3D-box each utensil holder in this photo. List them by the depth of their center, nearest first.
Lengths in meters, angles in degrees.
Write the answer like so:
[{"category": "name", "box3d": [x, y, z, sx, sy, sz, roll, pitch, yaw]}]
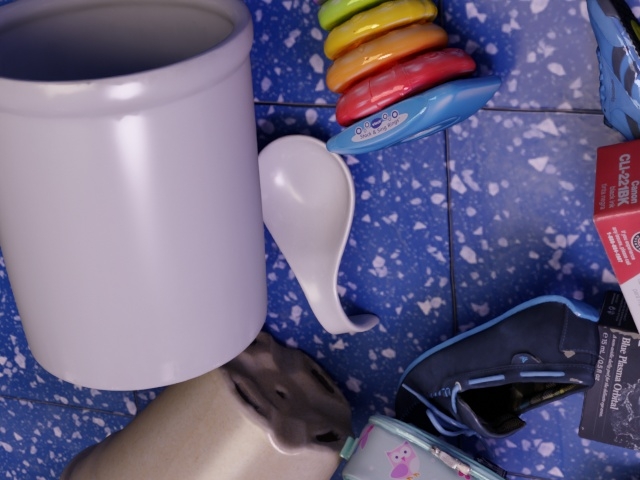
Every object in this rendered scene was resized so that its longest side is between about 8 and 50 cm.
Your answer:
[{"category": "utensil holder", "box3d": [-0.223, -0.067, 1.256, 0.327, 0.327, 0.385, 8, 122, 20]}]

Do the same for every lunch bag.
[{"category": "lunch bag", "box3d": [0.131, 0.308, 1.333, 0.224, 0.108, 0.279, 30, 164, 11]}]

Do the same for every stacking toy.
[{"category": "stacking toy", "box3d": [0.055, -0.255, 1.176, 0.175, 0.166, 0.302, -21, 89, 34]}]

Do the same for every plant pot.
[{"category": "plant pot", "box3d": [-0.127, 0.294, 1.423, 0.334, 0.334, 0.305, 38, 111, 3]}]

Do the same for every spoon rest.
[{"category": "spoon rest", "box3d": [0.000, 0.000, 1.340, 0.137, 0.084, 0.276, -10, 110, 27]}]

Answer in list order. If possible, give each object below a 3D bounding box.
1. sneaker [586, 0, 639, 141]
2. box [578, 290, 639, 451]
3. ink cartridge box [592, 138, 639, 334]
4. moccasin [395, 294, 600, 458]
[{"category": "sneaker", "box3d": [0.316, -0.166, 1.132, 0.082, 0.069, 0.209, -23, 103, 33]}, {"category": "box", "box3d": [0.390, 0.158, 1.239, 0.158, 0.093, 0.156, 11, 117, 18]}, {"category": "ink cartridge box", "box3d": [0.437, -0.017, 1.088, 0.273, 0.114, 0.197, -11, 131, 27]}, {"category": "moccasin", "box3d": [0.189, 0.176, 1.266, 0.137, 0.117, 0.342, 13, 147, -21]}]
